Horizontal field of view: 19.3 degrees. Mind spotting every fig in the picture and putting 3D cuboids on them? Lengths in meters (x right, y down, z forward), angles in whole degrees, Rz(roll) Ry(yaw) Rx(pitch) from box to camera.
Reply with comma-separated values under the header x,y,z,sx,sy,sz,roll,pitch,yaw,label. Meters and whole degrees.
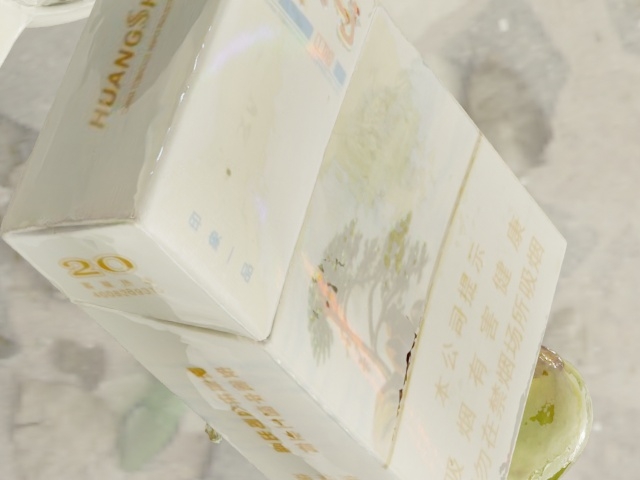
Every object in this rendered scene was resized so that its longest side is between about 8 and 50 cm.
x,y,z,sx,sy,sz,roll,pitch,yaw,label
0.132,0.140,1.420,0.153,0.136,0.120,-24,124,11,fig

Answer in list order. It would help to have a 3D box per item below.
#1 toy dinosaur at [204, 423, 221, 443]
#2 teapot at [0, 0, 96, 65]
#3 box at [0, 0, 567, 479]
x,y,z,sx,sy,sz,roll,pitch,yaw,label
0.004,0.075,1.214,0.180,0.058,0.037,-35,130,-25,toy dinosaur
-0.157,-0.191,1.080,0.204,0.298,0.139,14,42,-56,teapot
0.000,-0.001,0.672,0.233,0.067,0.149,47,47,-42,box
